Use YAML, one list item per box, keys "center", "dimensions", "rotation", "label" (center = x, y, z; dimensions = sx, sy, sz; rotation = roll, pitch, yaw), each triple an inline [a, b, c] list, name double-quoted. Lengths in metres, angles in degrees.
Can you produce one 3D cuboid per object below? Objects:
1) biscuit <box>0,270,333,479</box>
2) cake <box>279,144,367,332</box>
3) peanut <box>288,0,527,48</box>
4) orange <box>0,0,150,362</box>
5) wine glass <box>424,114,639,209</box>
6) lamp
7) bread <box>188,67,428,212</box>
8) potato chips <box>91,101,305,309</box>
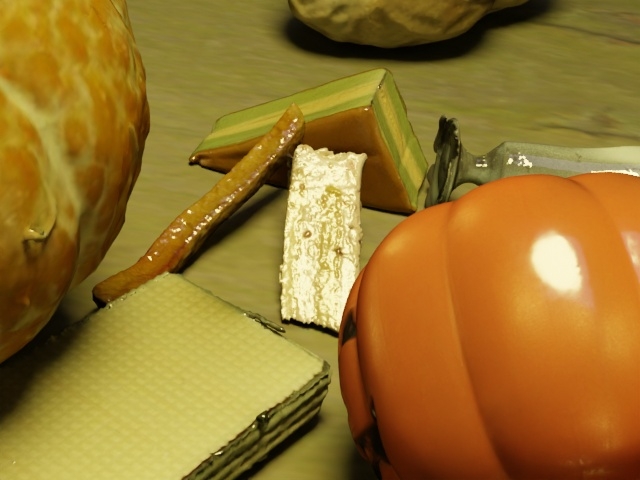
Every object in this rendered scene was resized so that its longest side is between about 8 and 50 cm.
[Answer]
- center: [-0.096, 0.088, 0.577]
  dimensions: [0.121, 0.040, 0.199]
  rotation: [26, 36, 28]
  label: "biscuit"
- center: [0.000, 0.000, 0.720]
  dimensions: [0.052, 0.065, 0.121]
  rotation: [6, 41, -1]
  label: "cake"
- center: [0.103, -0.246, 1.034]
  dimensions: [0.152, 0.152, 0.313]
  rotation: [33, 37, 31]
  label: "peanut"
- center: [-0.241, -0.065, 0.546]
  dimensions: [0.329, 0.249, 0.329]
  rotation: [-3, 53, 4]
  label: "orange"
- center: [0.152, -0.040, 0.802]
  dimensions: [0.155, 0.072, 0.072]
  rotation: [9, 34, -3]
  label: "wine glass"
- center: [0.100, 0.046, 0.549]
  dimensions: [0.188, 0.187, 0.164]
  rotation: [-2, 66, -17]
  label: "lamp"
- center: [-0.007, -0.055, 0.836]
  dimensions: [0.139, 0.084, 0.074]
  rotation: [-14, 28, 21]
  label: "bread"
- center: [-0.068, -0.017, 0.723]
  dimensions: [0.026, 0.037, 0.204]
  rotation: [33, 51, 14]
  label: "potato chips"
